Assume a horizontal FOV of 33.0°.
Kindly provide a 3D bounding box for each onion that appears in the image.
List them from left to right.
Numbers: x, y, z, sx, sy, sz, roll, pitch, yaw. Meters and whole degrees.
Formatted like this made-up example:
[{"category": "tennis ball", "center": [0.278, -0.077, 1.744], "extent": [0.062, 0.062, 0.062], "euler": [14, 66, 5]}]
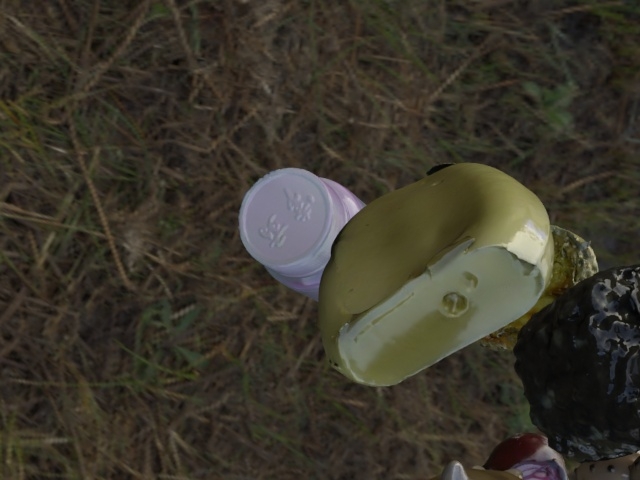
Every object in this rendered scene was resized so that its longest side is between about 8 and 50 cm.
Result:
[{"category": "onion", "center": [0.338, 0.420, 1.911], "extent": [0.135, 0.198, 0.173], "euler": [-20, 115, -80]}]

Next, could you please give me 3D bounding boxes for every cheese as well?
[{"category": "cheese", "center": [0.113, 0.018, 1.131], "extent": [0.259, 0.316, 0.128], "euler": [-28, 111, 11]}]

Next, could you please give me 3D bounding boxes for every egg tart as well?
[{"category": "egg tart", "center": [0.346, 0.080, 1.770], "extent": [0.098, 0.252, 0.232], "euler": [25, 43, -52]}]

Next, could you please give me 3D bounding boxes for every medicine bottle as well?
[{"category": "medicine bottle", "center": [0.000, 0.000, 1.422], "extent": [0.152, 0.152, 0.254], "euler": [-66, 157, -3]}]

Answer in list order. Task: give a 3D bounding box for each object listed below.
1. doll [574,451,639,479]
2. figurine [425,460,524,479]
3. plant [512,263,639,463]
[{"category": "doll", "center": [0.413, 0.305, 1.345], "extent": [0.119, 0.278, 0.154], "euler": [26, 78, -9]}, {"category": "figurine", "center": [0.148, 0.292, 0.952], "extent": [0.247, 0.173, 0.177], "euler": [46, 33, -20]}, {"category": "plant", "center": [0.390, 0.122, 1.237], "extent": [0.213, 0.312, 0.215], "euler": [-7, 69, -42]}]
